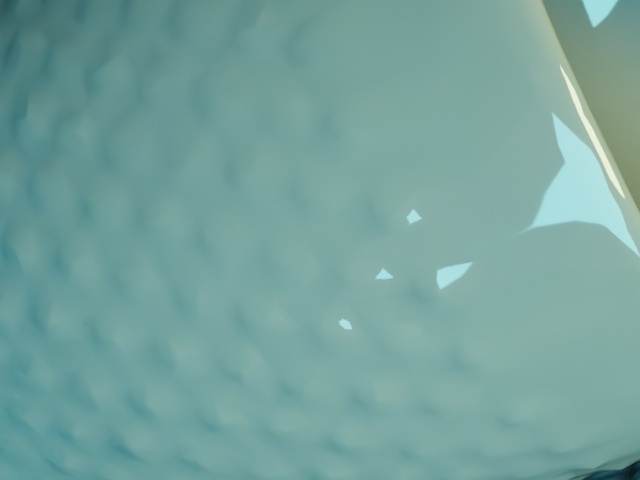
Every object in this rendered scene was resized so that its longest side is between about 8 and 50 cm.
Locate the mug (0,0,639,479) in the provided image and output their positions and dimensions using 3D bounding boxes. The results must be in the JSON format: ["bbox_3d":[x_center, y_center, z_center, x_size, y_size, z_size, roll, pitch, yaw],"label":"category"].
[{"bbox_3d":[0.000,0.000,0.540,0.328,0.276,0.374,-23,154,25],"label":"mug"}]
